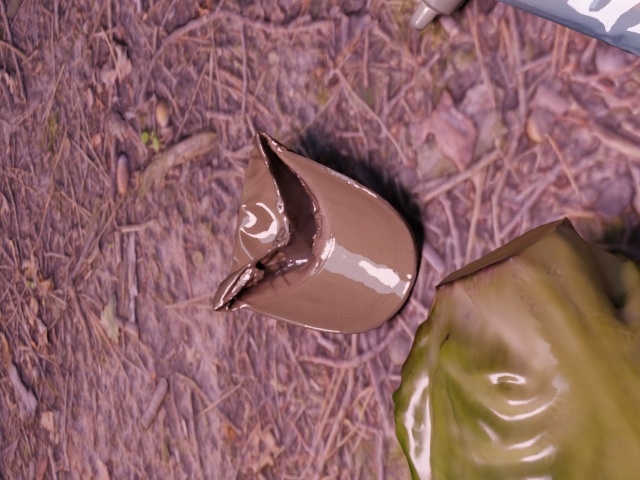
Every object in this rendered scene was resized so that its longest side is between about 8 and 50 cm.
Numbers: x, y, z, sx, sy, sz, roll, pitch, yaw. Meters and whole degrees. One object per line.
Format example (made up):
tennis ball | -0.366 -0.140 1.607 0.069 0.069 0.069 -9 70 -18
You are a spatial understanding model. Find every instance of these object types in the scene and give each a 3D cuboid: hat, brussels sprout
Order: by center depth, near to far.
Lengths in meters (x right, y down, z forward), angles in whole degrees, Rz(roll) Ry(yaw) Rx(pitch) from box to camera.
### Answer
brussels sprout | 0.152 0.115 0.577 0.244 0.244 0.244 0 90 46
hat | 0.000 0.000 0.844 0.173 0.144 0.166 17 104 0

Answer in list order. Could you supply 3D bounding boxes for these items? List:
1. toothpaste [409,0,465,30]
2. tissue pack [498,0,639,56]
toothpaste | 0.140 -0.251 0.705 0.060 0.038 0.233 52 124 20
tissue pack | 0.174 -0.230 0.609 0.263 0.089 0.177 32 112 31
